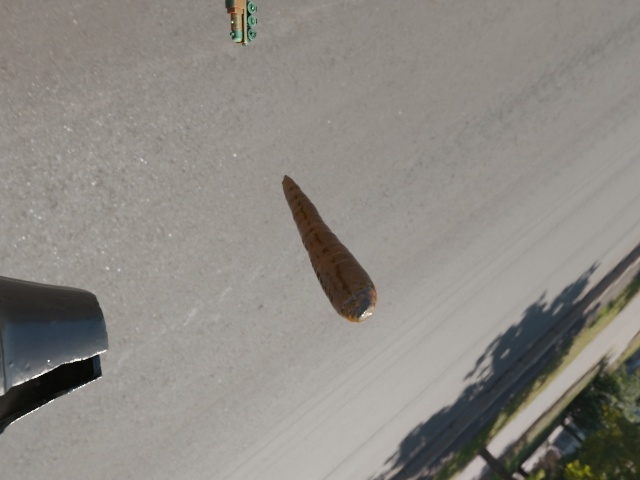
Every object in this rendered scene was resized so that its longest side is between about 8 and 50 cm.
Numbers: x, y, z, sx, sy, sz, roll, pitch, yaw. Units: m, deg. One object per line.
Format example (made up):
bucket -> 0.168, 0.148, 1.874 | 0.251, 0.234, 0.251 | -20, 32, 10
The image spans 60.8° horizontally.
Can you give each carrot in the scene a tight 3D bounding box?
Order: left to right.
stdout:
carrot -> 0.000, 0.000, 0.583 | 0.048, 0.216, 0.048 | -19, 141, -16

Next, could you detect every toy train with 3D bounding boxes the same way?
toy train -> -0.175, -0.482, 1.198 | 0.064, 0.044, 0.103 | -17, 112, -49

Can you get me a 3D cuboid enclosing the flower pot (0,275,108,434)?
flower pot -> -0.657, 0.230, 1.281 | 0.251, 0.379, 0.379 | -8, 132, -34
